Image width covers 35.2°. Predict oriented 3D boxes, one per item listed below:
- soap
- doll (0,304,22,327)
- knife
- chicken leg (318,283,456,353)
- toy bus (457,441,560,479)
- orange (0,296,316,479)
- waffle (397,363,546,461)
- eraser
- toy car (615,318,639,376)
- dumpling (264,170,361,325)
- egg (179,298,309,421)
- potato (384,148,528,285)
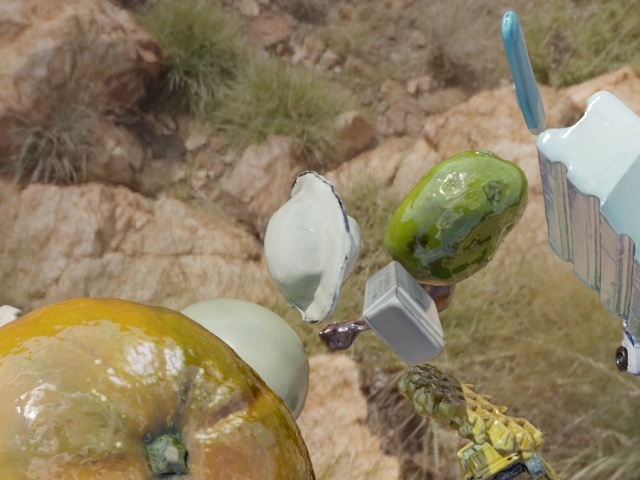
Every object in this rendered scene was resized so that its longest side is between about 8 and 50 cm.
[{"bbox_3d":[0.318,-0.014,1.050,0.095,0.289,0.173,-39,64,-2],"label":"soap"},{"bbox_3d":[-0.399,0.194,1.566,0.119,0.278,0.154,9,79,41],"label":"doll"},{"bbox_3d":[0.283,-0.229,1.414,0.031,0.222,0.064,1,53,26],"label":"knife"},{"bbox_3d":[0.121,0.129,1.813,0.113,0.304,0.093,8,55,-53],"label":"chicken leg"},{"bbox_3d":[0.305,0.375,1.585,0.121,0.335,0.123,-33,54,8],"label":"toy bus"},{"bbox_3d":[-0.109,0.143,0.560,0.240,0.171,0.240,19,54,-28],"label":"orange"},{"bbox_3d":[0.184,0.210,1.245,0.192,0.161,0.046,23,98,14],"label":"waffle"},{"bbox_3d":[0.101,0.086,1.256,0.061,0.352,0.089,-43,93,7],"label":"eraser"},{"bbox_3d":[0.462,0.106,1.413,0.080,0.070,0.170,0,89,-7],"label":"toy car"},{"bbox_3d":[0.000,0.000,1.468,0.142,0.172,0.247,1,53,-23],"label":"dumpling"},{"bbox_3d":[-0.129,0.192,1.434,0.219,0.219,0.269,-26,30,-19],"label":"egg"},{"bbox_3d":[0.218,-0.036,1.611,0.253,0.186,0.148,-31,45,-7],"label":"potato"}]
